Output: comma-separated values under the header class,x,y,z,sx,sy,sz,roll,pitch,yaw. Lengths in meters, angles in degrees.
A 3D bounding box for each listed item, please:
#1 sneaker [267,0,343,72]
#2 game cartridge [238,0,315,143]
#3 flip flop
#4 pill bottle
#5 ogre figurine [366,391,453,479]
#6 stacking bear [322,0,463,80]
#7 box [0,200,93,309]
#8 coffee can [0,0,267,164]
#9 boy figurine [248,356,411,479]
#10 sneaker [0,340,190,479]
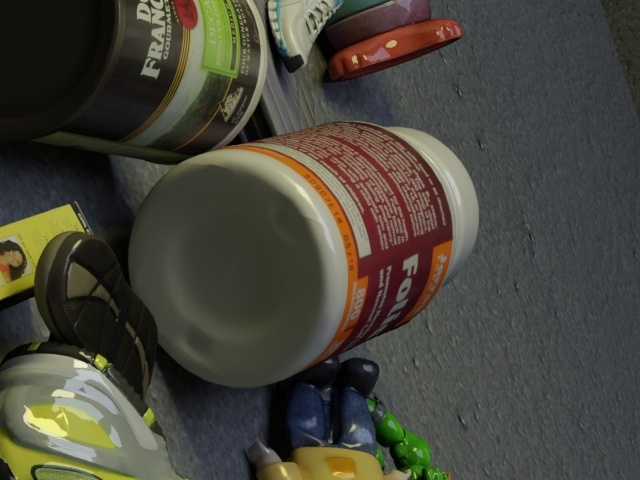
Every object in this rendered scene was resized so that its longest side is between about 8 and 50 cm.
class,x,y,z,sx,sy,sz,roll,pitch,yaw
sneaker,-0.011,-0.259,2.195,0.191,0.083,0.071,-89,166,-46
game cartridge,-0.075,-0.199,2.166,0.230,0.068,0.355,-97,170,-45
flip flop,-0.195,0.086,1.630,0.277,0.080,0.112,71,27,-56
pill bottle,0.000,0.000,1.983,0.392,0.224,0.224,-19,85,-62
ogre figurine,0.073,0.257,2.100,0.118,0.097,0.197,22,29,-34
stacking bear,0.046,-0.363,2.545,0.164,0.175,0.289,165,-94,-83
box,-0.266,0.028,1.593,0.058,0.087,0.232,62,24,0
coffee can,-0.198,-0.178,1.799,0.275,0.201,0.202,6,61,-65
boy figurine,0.013,0.240,1.953,0.177,0.092,0.285,18,39,-22
sneaker,-0.149,0.258,1.588,0.385,0.145,0.147,49,44,-23
